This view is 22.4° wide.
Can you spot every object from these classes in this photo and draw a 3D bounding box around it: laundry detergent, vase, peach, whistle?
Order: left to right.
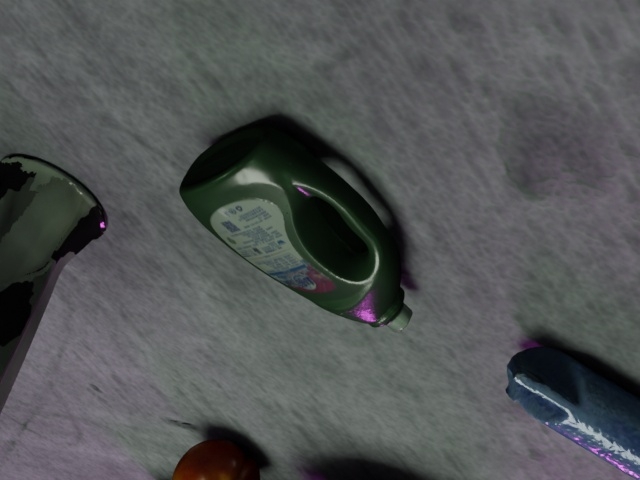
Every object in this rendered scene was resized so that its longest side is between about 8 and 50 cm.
[{"bbox_3d":[-0.321,0.097,1.387,0.165,0.360,0.165,22,150,14],"label":"vase"},{"bbox_3d":[-0.114,0.261,1.747,0.101,0.101,0.101,22,151,13],"label":"peach"},{"bbox_3d":[0.000,0.000,1.254,0.211,0.063,0.137,41,143,-21],"label":"laundry detergent"},{"bbox_3d":[0.284,0.175,1.282,0.304,0.062,0.062,31,152,-2],"label":"whistle"}]
